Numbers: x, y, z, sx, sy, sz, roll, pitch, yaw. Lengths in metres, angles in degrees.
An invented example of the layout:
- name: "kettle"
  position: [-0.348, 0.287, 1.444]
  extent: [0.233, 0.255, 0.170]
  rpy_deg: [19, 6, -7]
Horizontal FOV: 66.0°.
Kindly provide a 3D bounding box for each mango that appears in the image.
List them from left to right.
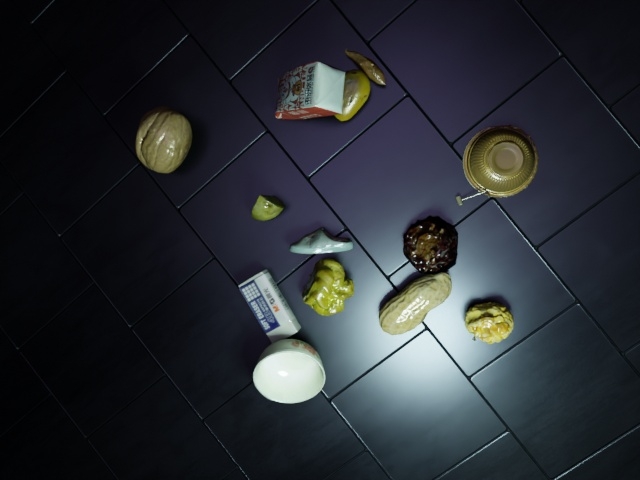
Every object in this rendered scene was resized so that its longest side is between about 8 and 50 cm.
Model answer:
- name: "mango"
  position: [0.109, -0.544, 1.851]
  extent: [0.137, 0.098, 0.195]
  rpy_deg: [19, 102, 3]

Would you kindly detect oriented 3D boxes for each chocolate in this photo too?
- name: "chocolate"
  position: [0.406, 0.021, 1.810]
  extent: [0.206, 0.177, 0.224]
  rpy_deg: [3, 94, 8]

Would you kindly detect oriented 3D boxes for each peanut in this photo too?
- name: "peanut"
  position: [0.360, 0.237, 1.856]
  extent: [0.325, 0.140, 0.153]
  rpy_deg: [-36, 116, 5]

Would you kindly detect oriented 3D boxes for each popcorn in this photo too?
- name: "popcorn"
  position: [0.616, 0.302, 1.809]
  extent: [0.180, 0.180, 0.170]
  rpy_deg: [22, 64, 6]

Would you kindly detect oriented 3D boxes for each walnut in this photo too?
- name: "walnut"
  position: [-0.609, -0.389, 1.919]
  extent: [0.225, 0.225, 0.261]
  rpy_deg: [31, 111, 5]

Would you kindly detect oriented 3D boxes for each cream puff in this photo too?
- name: "cream puff"
  position: [0.038, 0.183, 1.886]
  extent: [0.195, 0.195, 0.220]
  rpy_deg: [23, 102, 6]

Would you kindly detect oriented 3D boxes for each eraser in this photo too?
- name: "eraser"
  position: [-0.202, 0.265, 1.971]
  extent: [0.124, 0.081, 0.279]
  rpy_deg: [-31, 89, 10]

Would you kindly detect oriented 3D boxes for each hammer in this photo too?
- name: "hammer"
  position: [0.561, -0.165, 1.835]
  extent: [0.110, 0.019, 0.035]
  rpy_deg: [-21, 91, 26]

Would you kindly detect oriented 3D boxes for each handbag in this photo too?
- name: "handbag"
  position: [-0.058, -0.548, 1.833]
  extent: [0.298, 0.151, 0.171]
  rpy_deg: [8, 95, 46]

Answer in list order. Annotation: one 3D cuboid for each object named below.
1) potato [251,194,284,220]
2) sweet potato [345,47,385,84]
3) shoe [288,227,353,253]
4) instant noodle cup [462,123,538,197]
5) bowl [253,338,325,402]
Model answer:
- name: "potato"
  position: [-0.212, -0.109, 1.911]
  extent: [0.081, 0.149, 0.120]
  rpy_deg: [41, 102, 9]
- name: "sweet potato"
  position: [0.173, -0.656, 1.848]
  extent: [0.206, 0.068, 0.060]
  rpy_deg: [40, 81, 10]
- name: "shoe"
  position: [0.000, 0.000, 1.911]
  extent: [0.251, 0.103, 0.100]
  rpy_deg: [-3, 95, 4]
- name: "instant noodle cup"
  position: [0.661, -0.289, 1.788]
  extent: [0.274, 0.091, 0.273]
  rpy_deg: [1, 95, 8]
- name: "bowl"
  position: [-0.120, 0.488, 1.923]
  extent: [0.277, 0.145, 0.277]
  rpy_deg: [0, 123, 0]
